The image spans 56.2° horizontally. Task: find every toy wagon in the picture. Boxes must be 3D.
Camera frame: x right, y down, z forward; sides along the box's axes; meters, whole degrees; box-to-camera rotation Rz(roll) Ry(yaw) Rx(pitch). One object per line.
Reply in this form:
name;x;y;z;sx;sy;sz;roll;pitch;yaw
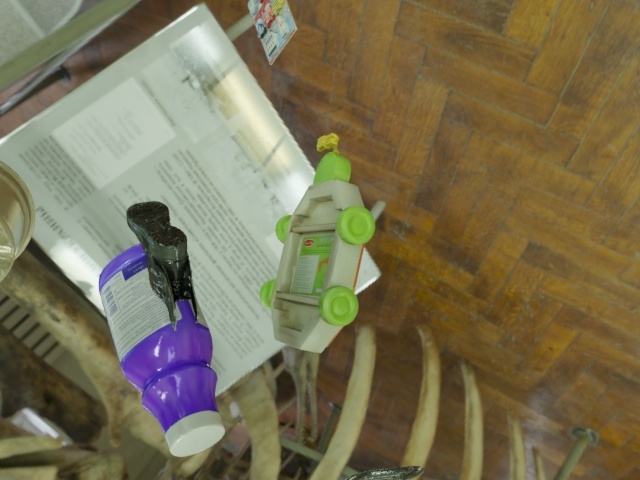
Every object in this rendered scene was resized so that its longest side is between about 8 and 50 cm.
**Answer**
toy wagon;0.000;0.000;0.962;0.068;0.345;0.267;16;173;-24

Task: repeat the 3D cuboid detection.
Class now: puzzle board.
puzzle board;-0.071;-0.314;0.840;0.096;0.011;0.128;70;160;-2

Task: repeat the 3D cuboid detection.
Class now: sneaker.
sneaker;-0.179;0.022;0.681;0.170;0.051;0.089;38;135;52

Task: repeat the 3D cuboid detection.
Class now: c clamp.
c clamp;0.094;0.407;1.015;0.160;0.022;0.137;-14;166;15

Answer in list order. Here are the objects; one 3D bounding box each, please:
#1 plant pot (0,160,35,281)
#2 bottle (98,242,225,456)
plant pot;-0.826;-0.019;1.375;0.305;0.334;0.334;31;154;57
bottle;-0.200;0.133;0.769;0.283;0.118;0.092;58;-174;35
